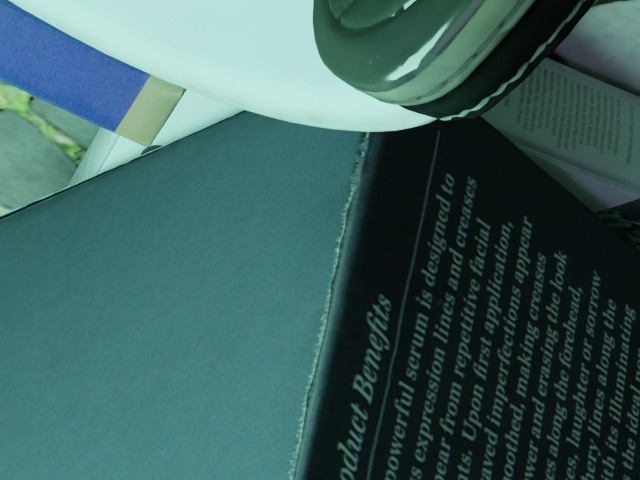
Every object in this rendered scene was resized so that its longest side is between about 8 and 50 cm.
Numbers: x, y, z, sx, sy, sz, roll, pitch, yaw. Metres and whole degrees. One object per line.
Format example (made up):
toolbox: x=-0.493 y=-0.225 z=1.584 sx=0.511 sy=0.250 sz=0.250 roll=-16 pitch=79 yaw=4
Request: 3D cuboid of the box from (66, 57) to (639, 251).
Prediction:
box: x=0.000 y=0.000 z=0.862 sx=0.232 sy=0.058 sz=0.322 roll=21 pitch=149 yaw=-12

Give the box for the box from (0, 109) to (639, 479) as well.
box: x=0.036 y=0.139 z=0.819 sx=0.293 sy=0.212 sz=0.395 roll=-20 pitch=136 yaw=42

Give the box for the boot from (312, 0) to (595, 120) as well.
boot: x=0.124 y=-0.097 z=0.410 sx=0.179 sy=0.236 sz=0.085 roll=32 pitch=-176 yaw=-35

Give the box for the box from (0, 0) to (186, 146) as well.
box: x=-0.149 y=-0.127 z=0.645 sx=0.225 sy=0.136 sz=0.036 roll=27 pitch=121 yaw=-19

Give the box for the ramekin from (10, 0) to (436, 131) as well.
ramekin: x=-0.033 y=-0.137 z=0.511 sx=0.273 sy=0.127 sz=0.273 roll=25 pitch=166 yaw=7
